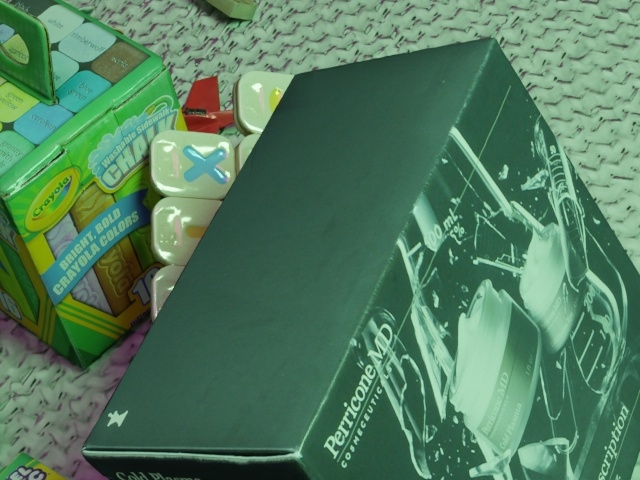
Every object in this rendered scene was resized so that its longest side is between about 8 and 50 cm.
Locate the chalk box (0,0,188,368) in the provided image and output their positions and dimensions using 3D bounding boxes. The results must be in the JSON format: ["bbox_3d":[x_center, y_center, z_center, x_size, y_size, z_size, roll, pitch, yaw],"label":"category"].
[{"bbox_3d":[-0.226,-0.073,1.304,0.180,0.289,0.179,31,63,34],"label":"chalk box"}]

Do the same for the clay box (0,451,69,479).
[{"bbox_3d":[-0.202,0.249,1.186,0.222,0.053,0.127,26,58,27],"label":"clay box"}]

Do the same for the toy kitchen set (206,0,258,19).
[{"bbox_3d":[-0.077,-0.275,1.602,0.075,0.083,0.068,38,23,33],"label":"toy kitchen set"}]

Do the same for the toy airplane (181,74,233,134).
[{"bbox_3d":[-0.090,-0.112,1.484,0.151,0.028,0.151,-4,45,4],"label":"toy airplane"}]

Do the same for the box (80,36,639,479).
[{"bbox_3d":[0.062,0.100,1.068,0.179,0.312,0.343,-7,44,39],"label":"box"}]

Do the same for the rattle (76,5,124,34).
[{"bbox_3d":[-0.306,-0.212,1.544,0.200,0.143,0.130,-26,32,-4],"label":"rattle"}]

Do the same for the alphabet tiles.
[{"bbox_3d":[0.000,0.000,1.270,0.278,0.021,0.284,5,69,-21],"label":"alphabet tiles"}]
